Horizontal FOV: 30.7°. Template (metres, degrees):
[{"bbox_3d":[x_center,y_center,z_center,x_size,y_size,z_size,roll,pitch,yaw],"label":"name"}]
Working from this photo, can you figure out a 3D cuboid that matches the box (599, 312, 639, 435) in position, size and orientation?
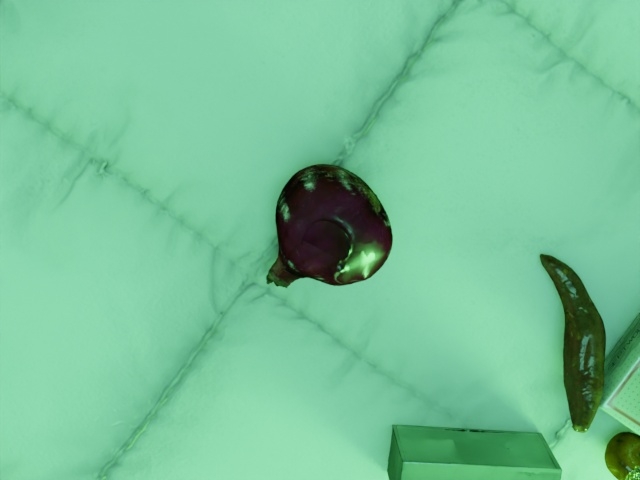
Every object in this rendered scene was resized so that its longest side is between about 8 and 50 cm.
[{"bbox_3d":[0.578,0.228,1.678,0.330,0.095,0.210,33,99,-8],"label":"box"}]

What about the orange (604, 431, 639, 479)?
[{"bbox_3d":[0.456,0.320,1.708,0.086,0.062,0.086,8,63,-16],"label":"orange"}]

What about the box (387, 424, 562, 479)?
[{"bbox_3d":[0.215,0.332,1.665,0.225,0.129,0.086,5,104,-4],"label":"box"}]

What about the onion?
[{"bbox_3d":[0.000,0.003,1.576,0.173,0.135,0.198,40,100,-8],"label":"onion"}]

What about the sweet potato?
[{"bbox_3d":[0.365,0.141,1.644,0.078,0.058,0.255,-5,81,-14],"label":"sweet potato"}]
